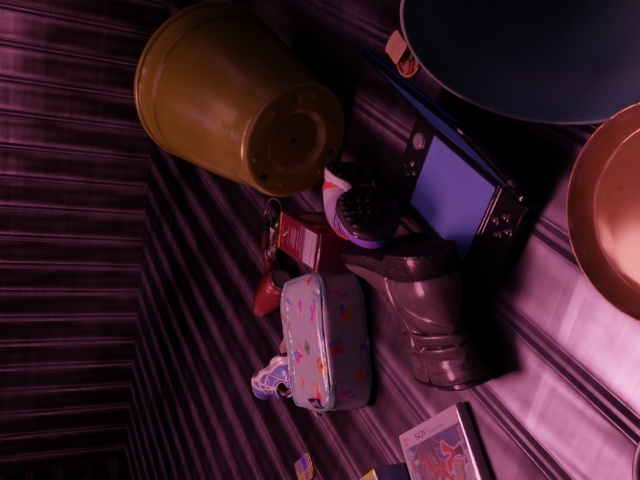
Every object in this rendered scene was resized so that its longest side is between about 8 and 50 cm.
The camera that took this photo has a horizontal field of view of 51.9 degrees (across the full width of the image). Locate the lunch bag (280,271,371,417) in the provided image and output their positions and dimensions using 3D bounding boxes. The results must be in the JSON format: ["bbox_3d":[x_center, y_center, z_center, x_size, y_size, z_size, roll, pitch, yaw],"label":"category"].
[{"bbox_3d":[0.001,0.205,1.309,0.224,0.108,0.279,-18,75,62],"label":"lunch bag"}]

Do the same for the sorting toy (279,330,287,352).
[{"bbox_3d":[-0.072,0.206,1.530,0.075,0.045,0.083,-118,36,-54],"label":"sorting toy"}]

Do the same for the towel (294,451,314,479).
[{"bbox_3d":[-0.037,0.525,1.504,0.083,0.009,0.060,-57,42,48],"label":"towel"}]

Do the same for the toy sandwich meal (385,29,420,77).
[{"bbox_3d":[0.141,-0.316,1.101,0.085,0.029,0.085,4,95,63],"label":"toy sandwich meal"}]

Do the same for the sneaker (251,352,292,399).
[{"bbox_3d":[-0.109,0.341,1.560,0.211,0.080,0.081,124,140,-50],"label":"sneaker"}]

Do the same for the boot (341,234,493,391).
[{"bbox_3d":[0.136,0.114,1.040,0.338,0.118,0.222,-163,57,-77],"label":"boot"}]

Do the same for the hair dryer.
[{"bbox_3d":[-0.110,0.061,1.593,0.223,0.080,0.293,-115,38,-67],"label":"hair dryer"}]

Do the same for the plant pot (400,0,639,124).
[{"bbox_3d":[0.249,-0.281,0.673,0.290,0.290,0.195,-18,49,62],"label":"plant pot"}]

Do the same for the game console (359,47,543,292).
[{"bbox_3d":[0.151,-0.100,0.936,0.293,0.173,0.250,56,138,47],"label":"game console"}]

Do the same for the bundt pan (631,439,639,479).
[{"bbox_3d":[0.411,0.245,0.493,0.331,0.124,0.330,4,95,62],"label":"bundt pan"}]

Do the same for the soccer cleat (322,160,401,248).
[{"bbox_3d":[0.064,-0.042,1.143,0.318,0.109,0.116,-111,24,-64],"label":"soccer cleat"}]

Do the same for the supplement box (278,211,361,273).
[{"bbox_3d":[0.000,0.000,1.308,0.188,0.104,0.080,29,117,59],"label":"supplement box"}]

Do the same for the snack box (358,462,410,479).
[{"bbox_3d":[0.105,0.515,1.160,0.207,0.070,0.174,-60,40,47],"label":"snack box"}]

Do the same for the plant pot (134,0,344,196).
[{"bbox_3d":[-0.142,-0.269,1.366,0.353,0.366,0.366,39,126,41],"label":"plant pot"}]

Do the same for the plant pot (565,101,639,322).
[{"bbox_3d":[0.356,-0.027,0.673,0.236,0.032,0.236,22,116,58],"label":"plant pot"}]

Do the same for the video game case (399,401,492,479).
[{"bbox_3d":[0.200,0.377,1.020,0.183,0.023,0.201,-53,46,51],"label":"video game case"}]
